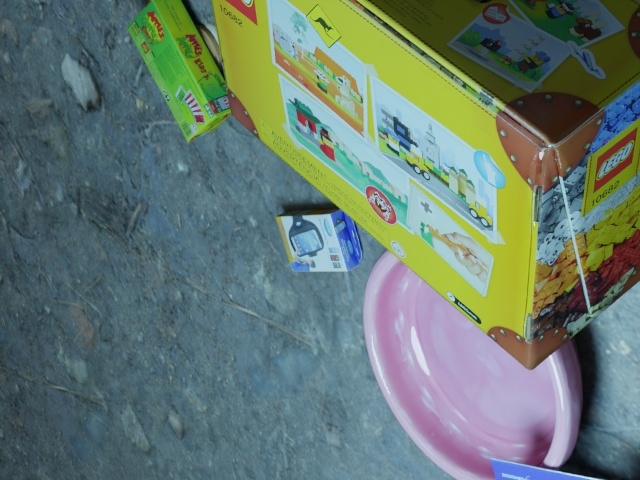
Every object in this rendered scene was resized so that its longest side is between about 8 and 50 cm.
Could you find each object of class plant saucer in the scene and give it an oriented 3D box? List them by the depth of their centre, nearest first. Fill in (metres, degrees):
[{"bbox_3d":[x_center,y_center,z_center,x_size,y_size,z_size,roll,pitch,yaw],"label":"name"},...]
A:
[{"bbox_3d":[0.190,0.138,1.876,0.332,0.084,0.332,31,133,39],"label":"plant saucer"},{"bbox_3d":[-0.165,-0.253,2.148,0.083,0.013,0.083,30,132,40],"label":"plant saucer"}]

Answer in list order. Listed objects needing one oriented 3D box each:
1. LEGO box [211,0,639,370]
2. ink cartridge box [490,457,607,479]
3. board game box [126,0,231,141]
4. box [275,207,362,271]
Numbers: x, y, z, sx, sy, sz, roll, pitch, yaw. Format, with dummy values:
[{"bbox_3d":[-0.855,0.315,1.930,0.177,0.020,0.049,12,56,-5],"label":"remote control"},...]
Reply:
[{"bbox_3d":[0.111,-0.164,1.617,0.500,0.193,0.372,42,156,28],"label":"LEGO box"},{"bbox_3d":[0.299,0.351,1.817,0.206,0.045,0.208,6,131,34],"label":"ink cartridge box"},{"bbox_3d":[-0.188,-0.235,2.137,0.092,0.043,0.181,-34,84,54],"label":"board game box"},{"bbox_3d":[0.000,0.000,2.081,0.136,0.028,0.081,-1,109,54],"label":"box"}]
